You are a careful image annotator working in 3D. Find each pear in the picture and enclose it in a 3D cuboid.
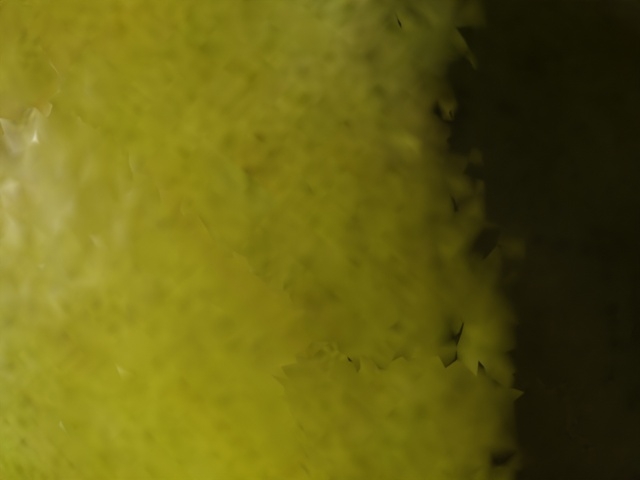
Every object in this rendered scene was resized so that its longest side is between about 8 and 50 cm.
[{"bbox_3d":[0.000,0.000,0.474,0.307,0.253,0.253,33,-80,6],"label":"pear"}]
